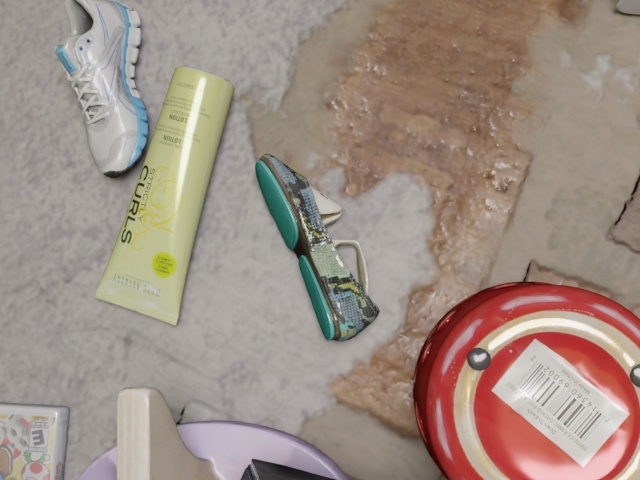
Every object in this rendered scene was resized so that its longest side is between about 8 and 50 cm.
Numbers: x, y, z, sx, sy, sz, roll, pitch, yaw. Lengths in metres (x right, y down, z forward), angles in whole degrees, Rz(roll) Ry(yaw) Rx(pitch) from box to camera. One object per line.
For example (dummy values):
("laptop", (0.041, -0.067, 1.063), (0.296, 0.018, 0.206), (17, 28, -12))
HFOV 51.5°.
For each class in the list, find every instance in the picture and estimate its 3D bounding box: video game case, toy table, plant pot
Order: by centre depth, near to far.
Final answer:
("plant pot", (0.163, 0.125, 0.508), (0.191, 0.174, 0.191), (-1, 83, 11))
("toy table", (-0.114, 0.243, 0.543), (0.274, 0.161, 0.252), (-15, 79, 8))
("video game case", (-0.363, 0.262, 0.649), (0.227, 0.026, 0.206), (1, 82, 9))

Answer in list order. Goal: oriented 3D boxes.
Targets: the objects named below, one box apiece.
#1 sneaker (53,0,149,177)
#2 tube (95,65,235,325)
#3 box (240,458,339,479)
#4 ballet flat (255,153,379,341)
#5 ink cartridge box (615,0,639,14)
("sneaker", (-0.223, -0.155, 0.651), (0.071, 0.083, 0.191), (-16, 77, 29))
("tube", (-0.145, -0.045, 0.643), (0.070, 0.062, 0.240), (17, 90, 56))
("box", (0.025, 0.373, 0.436), (0.318, 0.097, 0.395), (21, 96, -20))
("ballet flat", (0.000, 0.000, 0.616), (0.070, 0.070, 0.188), (-24, 80, 5))
("ink cartridge box", (0.409, -0.137, 0.485), (0.353, 0.207, 0.119), (15, 83, 12))
